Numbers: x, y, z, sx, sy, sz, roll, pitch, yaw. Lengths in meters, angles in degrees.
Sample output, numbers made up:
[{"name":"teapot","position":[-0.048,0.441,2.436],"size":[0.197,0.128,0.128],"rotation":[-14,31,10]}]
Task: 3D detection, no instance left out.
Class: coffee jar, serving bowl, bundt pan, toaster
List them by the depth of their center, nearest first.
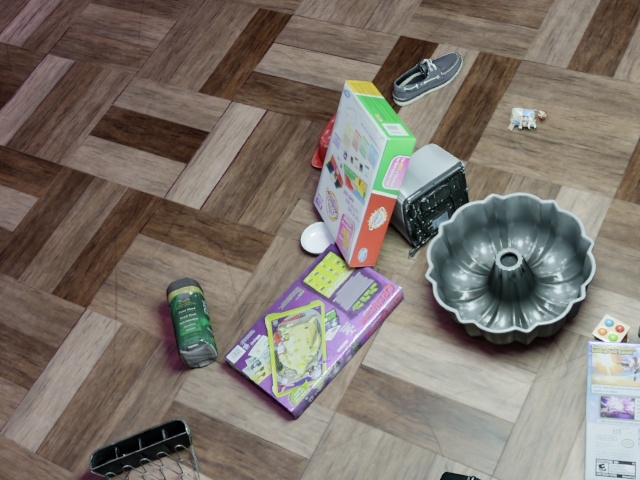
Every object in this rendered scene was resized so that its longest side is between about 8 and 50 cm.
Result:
[{"name":"bundt pan","position":[0.379,0.069,1.829],"size":[0.330,0.124,0.331],"rotation":[-7,55,10]},{"name":"coffee jar","position":[-0.277,0.173,1.961],"size":[0.079,0.096,0.184],"rotation":[-19,53,-1]},{"name":"toaster","position":[0.221,-0.090,1.962],"size":[0.185,0.168,0.110],"rotation":[-35,51,-11]},{"name":"serving bowl","position":[0.000,0.000,2.046],"size":[0.083,0.027,0.083],"rotation":[-8,55,11]}]

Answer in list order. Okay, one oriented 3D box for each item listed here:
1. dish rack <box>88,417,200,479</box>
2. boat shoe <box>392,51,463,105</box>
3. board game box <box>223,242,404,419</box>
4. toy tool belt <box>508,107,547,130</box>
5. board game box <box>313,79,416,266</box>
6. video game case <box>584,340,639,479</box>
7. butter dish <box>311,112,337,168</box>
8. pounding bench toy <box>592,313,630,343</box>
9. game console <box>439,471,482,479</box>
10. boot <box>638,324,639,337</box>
[{"name":"dish rack","position":[-0.319,0.501,1.756],"size":[0.208,0.074,0.272],"rotation":[-22,53,1]},{"name":"boat shoe","position":[0.263,-0.408,2.234],"size":[0.206,0.065,0.075],"rotation":[-35,54,-9]},{"name":"board game box","position":[-0.012,0.182,1.912],"size":[0.208,0.056,0.347],"rotation":[31,69,36]},{"name":"toy tool belt","position":[0.474,-0.273,2.096],"size":[0.083,0.052,0.051],"rotation":[10,90,26]},{"name":"board game box","position":[0.084,-0.141,1.929],"size":[0.064,0.317,0.242],"rotation":[-1,38,-23]},{"name":"video game case","position":[0.599,0.305,1.586],"size":[0.269,0.061,0.244],"rotation":[2,80,16]},{"name":"butter dish","position":[0.065,-0.246,2.144],"size":[0.160,0.118,0.160],"rotation":[15,62,25]},{"name":"pounding bench toy","position":[0.541,0.193,1.730],"size":[0.052,0.065,0.083],"rotation":[31,69,31]},{"name":"game console","position":[0.256,0.488,1.638],"size":[0.107,0.071,0.122],"rotation":[29,65,-2]},{"name":"boot","position":[0.736,0.120,1.624],"size":[0.280,0.096,0.264],"rotation":[26,101,39]}]
